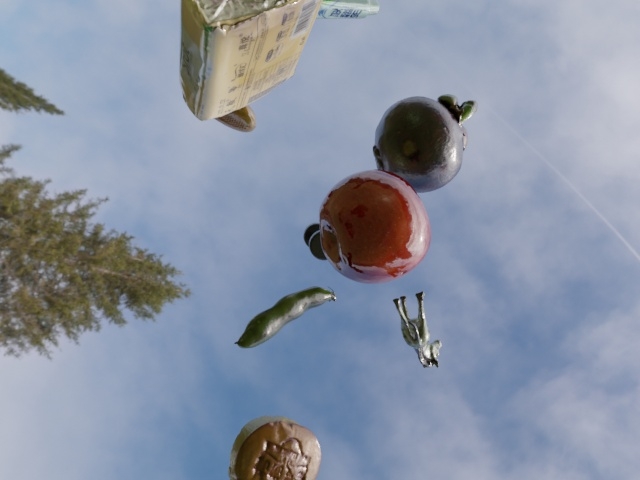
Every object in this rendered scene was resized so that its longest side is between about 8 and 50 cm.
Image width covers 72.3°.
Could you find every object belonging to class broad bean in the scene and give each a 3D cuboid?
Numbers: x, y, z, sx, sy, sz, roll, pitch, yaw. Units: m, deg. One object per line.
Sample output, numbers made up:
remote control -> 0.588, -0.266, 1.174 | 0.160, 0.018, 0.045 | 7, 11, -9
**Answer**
broad bean -> -0.066, 0.144, 0.889 | 0.046, 0.255, 0.065 | 15, -58, 49

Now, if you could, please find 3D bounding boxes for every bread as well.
bread -> -0.286, -0.412, 1.387 | 0.077, 0.189, 0.114 | -66, -170, -24
bread -> -0.135, 0.640, 1.267 | 0.148, 0.270, 0.269 | -2, -108, 65

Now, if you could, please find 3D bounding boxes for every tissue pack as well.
tissue pack -> -0.099, -0.268, 0.587 | 0.186, 0.222, 0.090 | -33, -90, -21

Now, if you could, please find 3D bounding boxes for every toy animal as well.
toy animal -> 0.217, 0.204, 0.970 | 0.074, 0.217, 0.175 | -15, -102, 16

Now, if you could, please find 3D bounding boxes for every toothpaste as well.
toothpaste -> 0.010, -0.549, 1.024 | 0.048, 0.297, 0.074 | 65, -30, 20

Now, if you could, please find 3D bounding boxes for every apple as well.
apple -> 0.117, -0.023, 0.984 | 0.217, 0.260, 0.260 | -14, -119, -19

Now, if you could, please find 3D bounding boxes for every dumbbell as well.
dumbbell -> 0.000, 0.000, 1.493 | 0.100, 0.100, 0.191 | -58, -167, 5

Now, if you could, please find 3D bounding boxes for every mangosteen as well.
mangosteen -> 0.343, -0.311, 1.380 | 0.360, 0.306, 0.305 | -18, -114, 10
